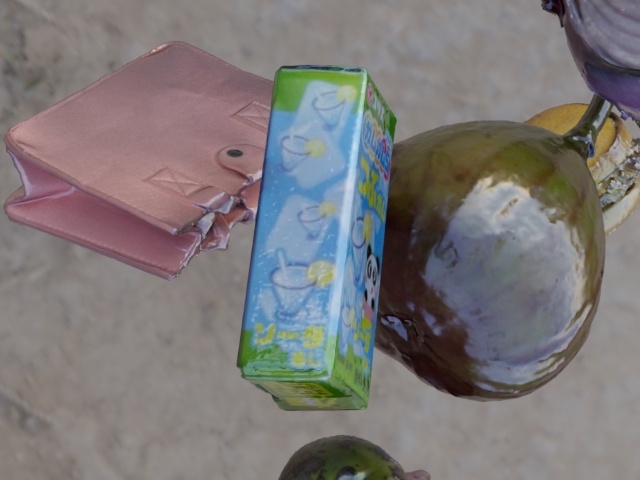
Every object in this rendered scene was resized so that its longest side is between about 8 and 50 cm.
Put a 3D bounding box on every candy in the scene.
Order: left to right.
[{"bbox_3d":[0.000,0.000,1.202,0.062,0.194,0.097,2,164,17],"label":"candy"}]

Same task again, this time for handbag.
[{"bbox_3d":[-0.098,-0.059,1.338,0.212,0.157,0.059,-40,145,-50],"label":"handbag"}]

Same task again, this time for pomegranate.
[{"bbox_3d":[0.037,0.215,1.608,0.163,0.138,0.125,-29,152,-31],"label":"pomegranate"}]

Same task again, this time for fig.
[{"bbox_3d":[0.157,-0.036,1.530,0.321,0.217,0.217,-47,138,-23],"label":"fig"}]

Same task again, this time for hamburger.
[{"bbox_3d":[0.287,-0.070,2.262,0.191,0.182,0.118,-26,123,13],"label":"hamburger"}]

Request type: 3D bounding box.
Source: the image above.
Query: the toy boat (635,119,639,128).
[{"bbox_3d":[0.377,-0.131,2.039,0.088,0.089,0.229,-41,116,-8],"label":"toy boat"}]

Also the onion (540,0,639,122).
[{"bbox_3d":[0.340,-0.208,1.452,0.348,0.267,0.159,-9,154,22],"label":"onion"}]
